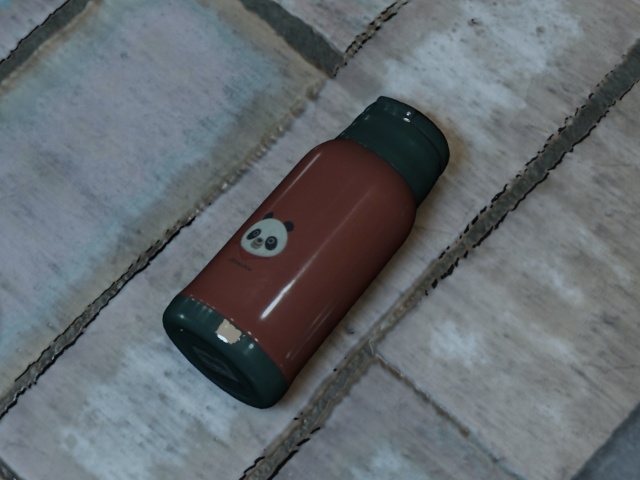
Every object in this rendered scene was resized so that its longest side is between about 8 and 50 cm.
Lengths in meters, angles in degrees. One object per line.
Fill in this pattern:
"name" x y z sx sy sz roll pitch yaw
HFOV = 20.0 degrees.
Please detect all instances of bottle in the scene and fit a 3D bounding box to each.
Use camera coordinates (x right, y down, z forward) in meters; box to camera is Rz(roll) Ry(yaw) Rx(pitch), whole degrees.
"bottle" 0.000 0.000 1.807 0.144 0.144 0.336 37 72 12
